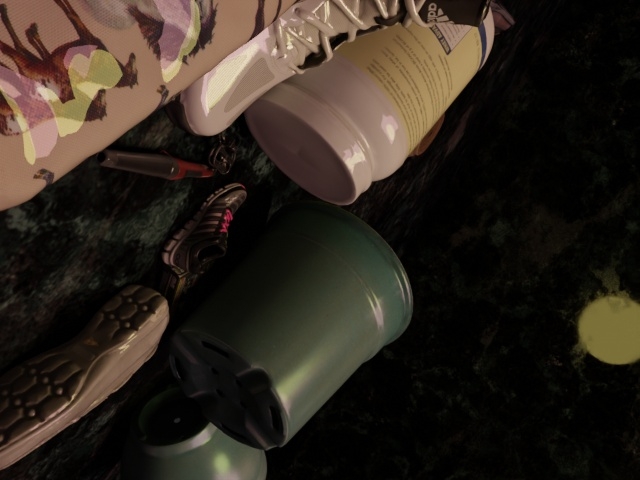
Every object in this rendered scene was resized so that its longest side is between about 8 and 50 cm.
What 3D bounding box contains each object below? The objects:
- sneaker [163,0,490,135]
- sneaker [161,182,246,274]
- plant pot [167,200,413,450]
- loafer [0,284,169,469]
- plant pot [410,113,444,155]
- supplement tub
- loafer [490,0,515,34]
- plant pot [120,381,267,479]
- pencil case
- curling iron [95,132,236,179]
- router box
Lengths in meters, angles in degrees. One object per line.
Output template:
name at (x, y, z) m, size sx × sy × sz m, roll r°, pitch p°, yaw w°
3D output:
sneaker at (0.033, -0.264, 0.649) m, size 0.448 × 0.257 × 0.169 m, roll -55°, pitch 165°, yaw 0°
sneaker at (-0.162, -0.014, 0.932) m, size 0.170 × 0.074 × 0.063 m, roll -50°, pitch 164°, yaw -20°
plant pot at (-0.065, 0.158, 1.066) m, size 0.334 × 0.341 × 0.341 m, roll -43°, pitch 161°, yaw -41°
loafer at (-0.323, 0.187, 0.807) m, size 0.319 × 0.112 × 0.112 m, roll -42°, pitch 151°, yaw -42°
plant pot at (0.223, -0.285, 1.457) m, size 0.237 × 0.109 × 0.237 m, roll -49°, pitch 162°, yaw -21°
supplement tub at (0.069, -0.235, 0.864) m, size 0.325 × 0.235 × 0.235 m, roll -50°, pitch 164°, yaw -17°
loafer at (0.377, -0.543, 1.435) m, size 0.095 × 0.109 × 0.302 m, roll -41°, pitch 166°, yaw 28°
plant pot at (-0.266, 0.408, 1.198) m, size 0.293 × 0.292 × 0.196 m, roll -40°, pitch 133°, yaw -43°
pencil case at (-0.163, -0.178, 0.433) m, size 0.410 × 0.159 × 0.184 m, roll -46°, pitch 146°, yaw -30°
curling iron at (-0.184, -0.105, 0.753) m, size 0.068 × 0.035 × 0.274 m, roll -64°, pitch 163°, yaw 17°
router box at (-0.229, 0.077, 0.993) m, size 0.092 × 0.038 × 0.123 m, roll -35°, pitch 155°, yaw -54°
